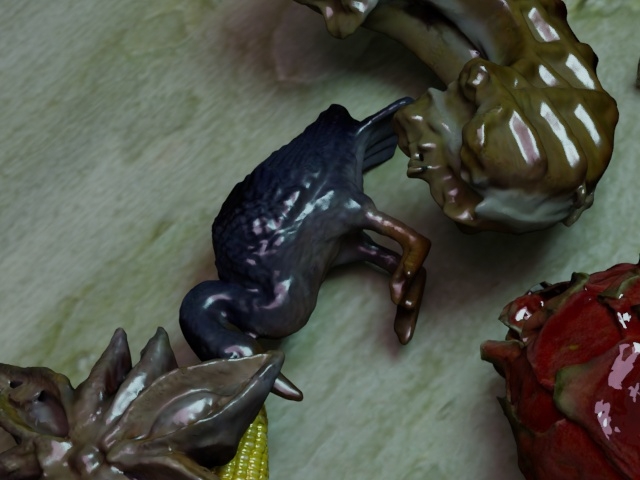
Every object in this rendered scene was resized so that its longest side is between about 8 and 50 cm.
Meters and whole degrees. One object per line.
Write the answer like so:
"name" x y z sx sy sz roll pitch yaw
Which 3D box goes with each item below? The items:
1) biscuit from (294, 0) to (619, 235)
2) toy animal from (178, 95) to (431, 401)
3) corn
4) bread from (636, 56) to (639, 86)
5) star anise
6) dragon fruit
"biscuit" 0.119 -0.159 1.569 0.268 0.115 0.366 -5 56 -49
"toy animal" 0.000 0.000 1.559 0.185 0.122 0.298 12 63 9
"corn" -0.075 0.215 1.484 0.067 0.067 0.206 2 62 4
"bread" 0.354 -0.193 1.662 0.152 0.077 0.105 1 67 0
"star anise" -0.171 0.188 1.454 0.349 0.109 0.292 -28 44 6
"dragon fruit" 0.258 0.129 1.427 0.244 0.244 0.299 -36 46 -15
